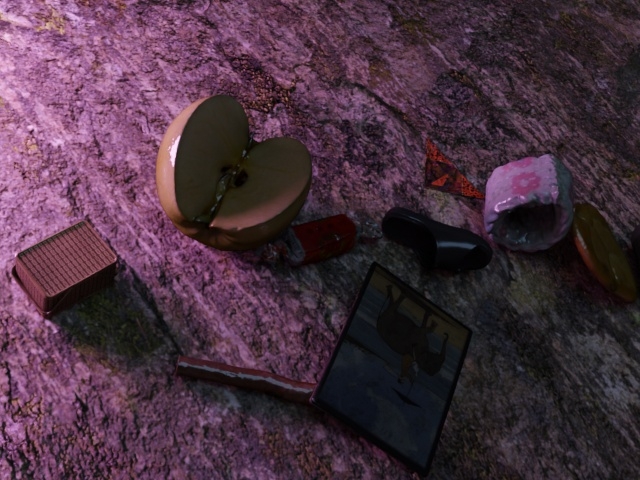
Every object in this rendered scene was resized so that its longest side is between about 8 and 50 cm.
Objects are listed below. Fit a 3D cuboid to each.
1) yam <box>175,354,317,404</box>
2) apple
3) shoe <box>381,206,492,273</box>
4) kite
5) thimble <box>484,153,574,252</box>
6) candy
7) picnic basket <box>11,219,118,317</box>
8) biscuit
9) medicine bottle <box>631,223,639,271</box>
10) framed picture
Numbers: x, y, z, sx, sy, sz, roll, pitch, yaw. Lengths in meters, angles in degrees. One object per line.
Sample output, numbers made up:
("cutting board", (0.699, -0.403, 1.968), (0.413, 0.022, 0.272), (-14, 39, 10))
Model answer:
("yam", (-0.098, 0.258, 1.510), (0.326, 0.045, 0.045), (13, 74, -10))
("apple", (-0.180, -0.113, 1.629), (0.295, 0.233, 0.258), (29, 65, -11))
("shoe", (0.234, 0.019, 1.760), (0.241, 0.108, 0.093), (23, 53, 7))
("kite", (0.282, -0.148, 1.954), (0.125, 0.008, 0.222), (-29, 69, -33))
("thimble", (0.464, -0.085, 1.844), (0.185, 0.211, 0.149), (24, 48, -14))
("candy", (0.000, -0.001, 1.719), (0.292, 0.059, 0.086), (-16, 61, -29))
("picnic basket", (-0.457, 0.050, 1.510), (0.164, 0.079, 0.115), (-33, 71, -34))
("biscuit", (0.638, 0.027, 1.883), (0.260, 0.041, 0.203), (57, 32, -2))
("medicine bottle", (0.794, 0.060, 1.901), (0.135, 0.135, 0.215), (7, 53, -14))
("framed picture", (0.147, 0.235, 1.590), (0.265, 0.016, 0.347), (36, 51, -10))
